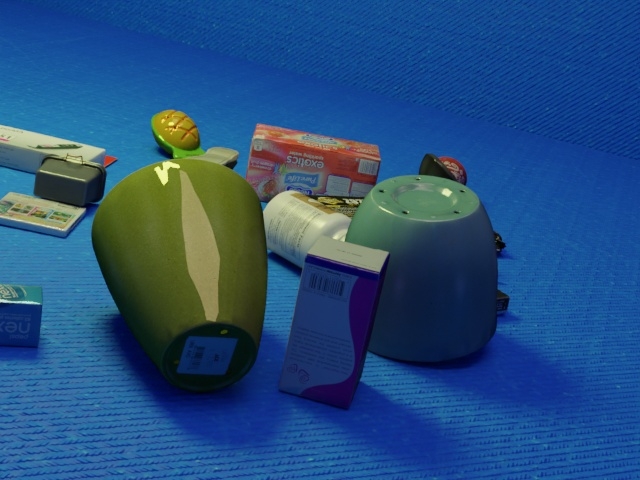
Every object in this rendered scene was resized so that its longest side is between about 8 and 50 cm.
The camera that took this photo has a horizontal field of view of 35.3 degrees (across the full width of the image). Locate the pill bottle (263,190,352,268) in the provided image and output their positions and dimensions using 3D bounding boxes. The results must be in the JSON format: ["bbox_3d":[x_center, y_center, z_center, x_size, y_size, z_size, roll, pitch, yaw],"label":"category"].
[{"bbox_3d":[0.000,0.000,1.939,0.131,0.131,0.229,-8,28,-44],"label":"pill bottle"}]

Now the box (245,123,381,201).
[{"bbox_3d":[-0.020,-0.161,2.350,0.300,0.154,0.142,9,19,-3],"label":"box"}]

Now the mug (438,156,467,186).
[{"bbox_3d":[0.317,-0.131,2.523,0.150,0.113,0.169,14,23,12],"label":"mug"}]

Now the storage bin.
[{"bbox_3d":[-0.509,-0.121,2.026,0.135,0.098,0.091,12,17,-1],"label":"storage bin"}]

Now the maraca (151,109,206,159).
[{"bbox_3d":[-0.351,-0.254,2.508,0.127,0.099,0.186,-10,55,-42],"label":"maraca"}]

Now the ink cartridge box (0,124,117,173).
[{"bbox_3d":[-0.621,-0.211,2.282,0.275,0.060,0.239,13,21,4],"label":"ink cartridge box"}]

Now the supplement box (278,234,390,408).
[{"bbox_3d":[0.020,0.119,1.486,0.111,0.220,0.114,15,18,8],"label":"supplement box"}]

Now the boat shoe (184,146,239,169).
[{"bbox_3d":[-0.259,-0.158,2.311,0.095,0.079,0.254,12,17,8],"label":"boat shoe"}]

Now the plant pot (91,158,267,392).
[{"bbox_3d":[-0.190,0.074,1.494,0.274,0.275,0.293,4,38,-21],"label":"plant pot"}]

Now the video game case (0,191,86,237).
[{"bbox_3d":[-0.547,-0.051,1.937,0.157,0.019,0.143,12,20,-1],"label":"video game case"}]

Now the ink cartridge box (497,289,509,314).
[{"bbox_3d":[0.222,0.092,1.942,0.206,0.045,0.208,-6,25,-38],"label":"ink cartridge box"}]

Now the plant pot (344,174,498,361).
[{"bbox_3d":[0.169,0.028,1.723,0.293,0.235,0.293,2,27,-1],"label":"plant pot"}]

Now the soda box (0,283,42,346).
[{"bbox_3d":[-0.511,0.103,1.448,0.210,0.071,0.067,5,20,-19],"label":"soda box"}]

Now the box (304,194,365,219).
[{"bbox_3d":[0.143,-0.018,2.155,0.322,0.079,0.257,1,20,-29],"label":"box"}]

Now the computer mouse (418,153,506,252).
[{"bbox_3d":[0.300,-0.080,2.284,0.272,0.072,0.188,50,0,-26],"label":"computer mouse"}]
